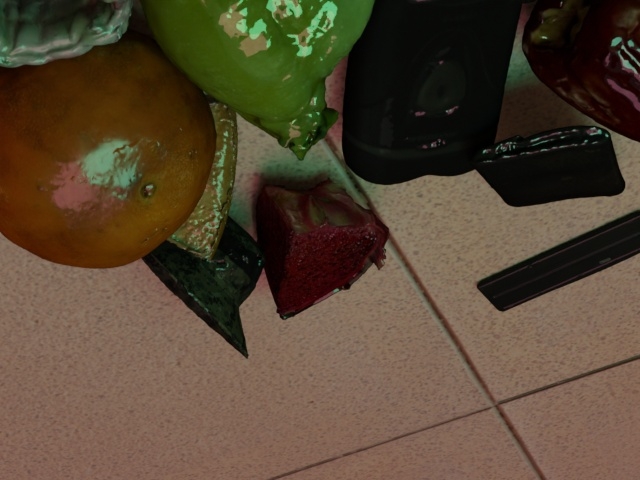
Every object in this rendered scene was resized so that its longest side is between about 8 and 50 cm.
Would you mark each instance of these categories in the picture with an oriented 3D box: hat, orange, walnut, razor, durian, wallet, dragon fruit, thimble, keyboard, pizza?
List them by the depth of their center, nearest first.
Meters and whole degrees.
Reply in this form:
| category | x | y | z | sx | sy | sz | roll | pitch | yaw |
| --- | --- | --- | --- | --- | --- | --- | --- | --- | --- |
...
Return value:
| category | x | y | z | sx | sy | sz | roll | pitch | yaw |
| --- | --- | --- | --- | --- | --- | --- | --- | --- | --- |
| thimble | -0.292 | -0.282 | 1.432 | 0.211 | 0.149 | 0.185 | 10 | 136 | -26 |
| durian | -0.074 | -0.270 | 1.478 | 0.339 | 0.204 | 0.256 | 32 | 112 | -31 |
| orange | -0.256 | -0.103 | 1.569 | 0.284 | 0.226 | 0.284 | -19 | 125 | -30 |
| walnut | 0.392 | -0.240 | 1.611 | 0.269 | 0.222 | 0.244 | 18 | 111 | -23 |
| razor | 0.134 | -0.210 | 1.652 | 0.204 | 0.113 | 0.349 | -5 | 141 | -11 |
| pizza | -0.189 | -0.100 | 1.740 | 0.188 | 0.080 | 0.204 | 21 | 97 | -1 |
| wallet | 0.300 | -0.095 | 1.791 | 0.170 | 0.044 | 0.321 | -7 | 169 | 15 |
| hat | -0.147 | 0.029 | 1.862 | 0.128 | 0.265 | 0.265 | -47 | 139 | -6 |
| dragon fruit | 0.002 | -0.010 | 1.884 | 0.161 | 0.126 | 0.274 | -13 | 153 | -13 |
| keyboard | 0.424 | 0.017 | 2.085 | 0.381 | 0.041 | 0.103 | -20 | 143 | 22 |
